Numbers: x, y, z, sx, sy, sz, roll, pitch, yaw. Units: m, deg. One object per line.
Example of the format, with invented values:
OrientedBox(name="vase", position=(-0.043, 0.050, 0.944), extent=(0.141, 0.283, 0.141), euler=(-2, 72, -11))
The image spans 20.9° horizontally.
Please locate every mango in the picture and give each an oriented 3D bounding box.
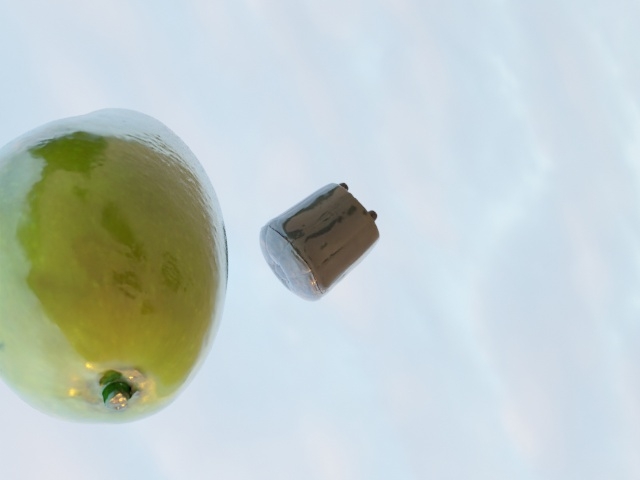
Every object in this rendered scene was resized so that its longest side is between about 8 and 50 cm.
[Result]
OrientedBox(name="mango", position=(-0.153, -0.004, 1.210), extent=(0.192, 0.156, 0.343), euler=(42, -162, -18))

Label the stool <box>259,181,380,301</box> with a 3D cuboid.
OrientedBox(name="stool", position=(0.000, 0.000, 1.749), extent=(0.096, 0.110, 0.096), euler=(47, 166, 16))
